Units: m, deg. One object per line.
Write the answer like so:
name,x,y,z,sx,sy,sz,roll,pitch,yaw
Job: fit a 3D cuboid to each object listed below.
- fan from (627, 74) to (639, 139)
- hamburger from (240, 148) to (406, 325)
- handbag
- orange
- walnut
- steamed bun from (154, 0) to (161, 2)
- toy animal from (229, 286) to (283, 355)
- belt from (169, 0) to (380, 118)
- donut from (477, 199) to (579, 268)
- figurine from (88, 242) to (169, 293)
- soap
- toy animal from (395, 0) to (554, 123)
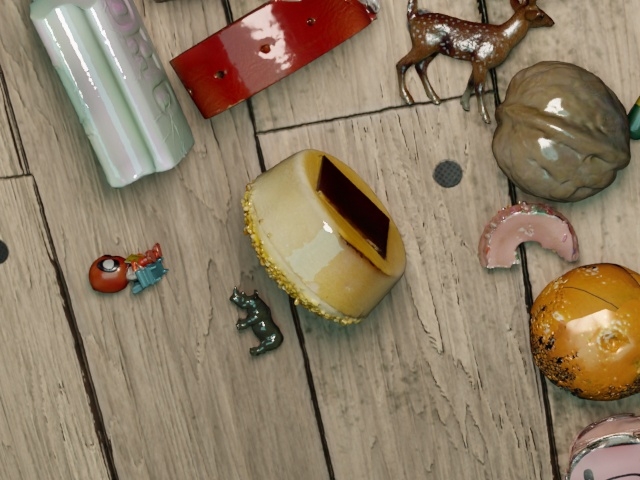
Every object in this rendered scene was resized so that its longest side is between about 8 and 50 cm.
fan,0.524,-0.230,1.855,0.082,0.039,0.155,28,110,-4
hamburger,0.000,0.000,1.849,0.170,0.302,0.302,-39,101,22
handbag,0.519,0.392,2.016,0.205,0.116,0.179,-15,105,11
orange,0.457,0.150,1.918,0.234,0.182,0.234,1,95,9
walnut,0.365,-0.164,1.800,0.224,0.224,0.224,2,108,5
steamed bun,-0.153,-0.481,1.755,0.301,0.199,0.251,-14,106,11
toy animal,-0.114,0.135,2.033,0.065,0.047,0.136,-26,102,8
belt,-0.067,-0.311,1.791,0.324,0.227,0.115,-31,103,-5
donut,0.336,-0.015,1.929,0.166,0.065,0.117,-7,109,6
figurine,-0.334,0.055,2.020,0.140,0.068,0.075,-13,109,16
soap,-0.327,-0.273,1.836,0.115,0.208,0.347,-21,104,10
toy animal,0.247,-0.318,1.830,0.243,0.087,0.260,11,112,0
